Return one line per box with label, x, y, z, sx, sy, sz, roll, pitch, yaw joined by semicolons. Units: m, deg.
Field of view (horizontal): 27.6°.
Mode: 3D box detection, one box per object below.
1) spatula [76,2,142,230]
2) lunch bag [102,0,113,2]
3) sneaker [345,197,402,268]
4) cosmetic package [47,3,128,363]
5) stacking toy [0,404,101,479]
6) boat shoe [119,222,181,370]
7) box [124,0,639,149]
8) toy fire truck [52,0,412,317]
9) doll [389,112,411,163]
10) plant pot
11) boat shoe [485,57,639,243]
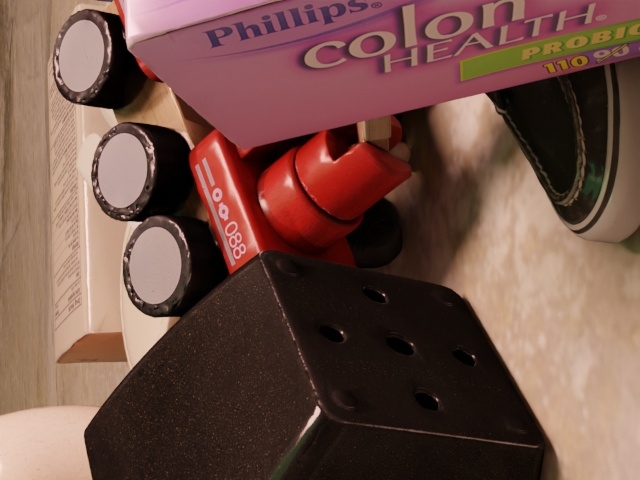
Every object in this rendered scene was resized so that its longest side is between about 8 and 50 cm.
spatula;-0.127;-0.070;0.974;0.242;0.019;0.168;48;126;45
lunch bag;-0.152;-0.333;0.799;0.239;0.386;0.327;-111;29;-43
sneaker;-0.002;0.001;0.853;0.170;0.051;0.089;29;144;44
cosmetic package;-0.170;-0.045;1.181;0.153;0.129;0.296;149;120;-63
stacking toy;-0.185;0.290;1.057;0.480;0.351;0.350;164;107;-84
boat shoe;-0.096;-0.025;1.028;0.109;0.091;0.305;21;107;55
box;0.035;-0.186;0.518;0.117;0.214;0.243;42;-141;-65
toy fire truck;-0.027;-0.092;0.709;0.246;0.158;0.217;-36;65;33
doll;0.028;-0.104;0.789;0.189;0.046;0.129;113;143;-55
plant pot;0.003;0.114;0.676;0.167;0.188;0.187;-63;31;28
boat shoe;0.090;-0.095;0.597;0.077;0.070;0.219;120;144;-52
